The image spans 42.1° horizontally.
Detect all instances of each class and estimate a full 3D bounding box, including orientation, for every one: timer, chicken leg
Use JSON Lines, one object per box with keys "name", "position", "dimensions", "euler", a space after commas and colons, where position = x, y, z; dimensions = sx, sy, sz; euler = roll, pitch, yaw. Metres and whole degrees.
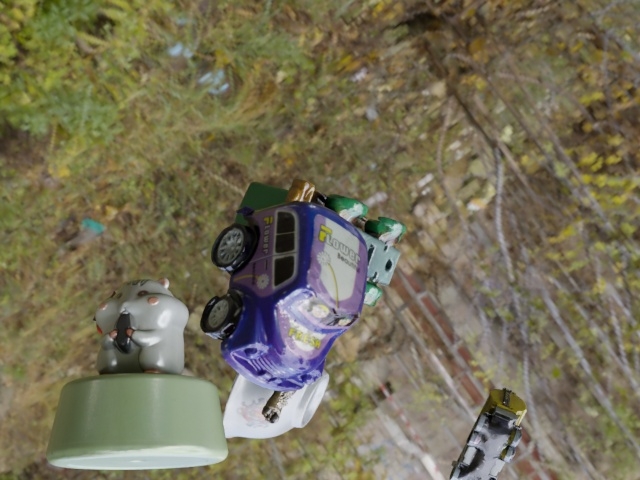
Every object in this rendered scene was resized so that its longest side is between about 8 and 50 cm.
{"name": "timer", "position": [-0.302, 0.217, 1.405], "dimensions": [0.291, 0.315, 0.291], "euler": [-2, 162, -1]}
{"name": "chicken leg", "position": [-0.064, 0.296, 1.800], "dimensions": [0.196, 0.080, 0.125], "euler": [-45, -154, 10]}

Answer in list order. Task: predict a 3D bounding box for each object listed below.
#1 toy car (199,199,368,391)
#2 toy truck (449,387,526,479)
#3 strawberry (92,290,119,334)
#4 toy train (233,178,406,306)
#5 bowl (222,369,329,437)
{"name": "toy car", "position": [-0.032, 0.066, 1.056], "dimensions": [0.158, 0.235, 0.172], "euler": [-19, 143, 40]}
{"name": "toy truck", "position": [0.192, 0.231, 0.949], "dimensions": [0.063, 0.052, 0.123], "euler": [-55, 166, -62]}
{"name": "strawberry", "position": [-0.416, 0.204, 1.998], "dimensions": [0.111, 0.236, 0.190], "euler": [-50, -179, 17]}
{"name": "toy train", "position": [0.000, 0.000, 1.670], "dimensions": [0.429, 0.249, 0.178], "euler": [25, 84, -53]}
{"name": "bowl", "position": [-0.080, 0.346, 1.974], "dimensions": [0.345, 0.157, 0.345], "euler": [-58, 164, -27]}
